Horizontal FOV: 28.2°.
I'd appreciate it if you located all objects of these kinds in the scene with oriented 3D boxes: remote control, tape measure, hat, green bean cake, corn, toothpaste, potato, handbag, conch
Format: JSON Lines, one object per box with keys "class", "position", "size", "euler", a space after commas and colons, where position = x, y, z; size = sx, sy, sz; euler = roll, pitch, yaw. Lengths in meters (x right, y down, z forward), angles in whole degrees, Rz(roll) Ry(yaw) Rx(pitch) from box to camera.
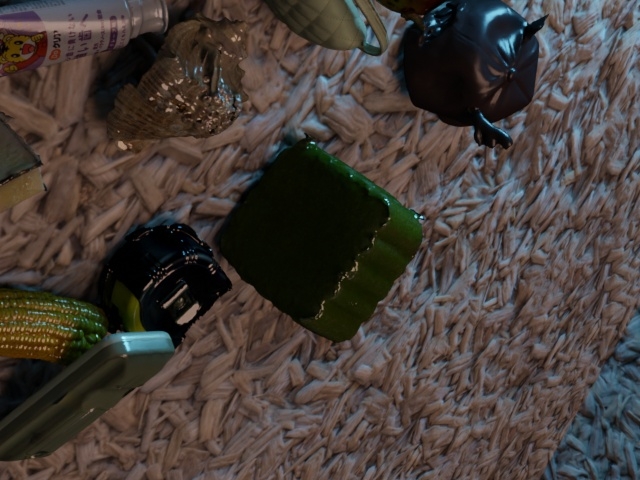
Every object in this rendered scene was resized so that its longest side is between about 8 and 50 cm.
{"class": "remote control", "position": [-0.349, 0.231, 1.833], "size": [0.335, 0.065, 0.128], "euler": [-38, 154, 32]}
{"class": "tape measure", "position": [-0.238, 0.074, 1.901], "size": [0.199, 0.112, 0.186], "euler": [-48, 144, -9]}
{"class": "hat", "position": [0.301, -0.266, 2.139], "size": [0.238, 0.209, 0.336], "euler": [-55, 148, -1]}
{"class": "green bean cake", "position": [0.000, 0.000, 1.985], "size": [0.247, 0.250, 0.156], "euler": [-55, 146, 3]}
{"class": "corn", "position": [-0.412, 0.114, 1.737], "size": [0.313, 0.102, 0.102], "euler": [16, 108, -55]}
{"class": "toothpaste", "position": [-0.327, -0.250, 1.533], "size": [0.299, 0.073, 0.114], "euler": [-20, 149, -32]}
{"class": "potato", "position": [-0.391, -0.097, 1.548], "size": [0.086, 0.122, 0.061], "euler": [-28, 144, -26]}
{"class": "handbag", "position": [-0.010, -0.338, 1.687], "size": [0.079, 0.219, 0.256], "euler": [-49, 145, -8]}
{"class": "conch", "position": [-0.188, -0.201, 1.681], "size": [0.245, 0.163, 0.178], "euler": [-40, 146, 13]}

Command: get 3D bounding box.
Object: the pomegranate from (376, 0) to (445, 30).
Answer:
{"class": "pomegranate", "position": [0.141, -0.429, 1.850], "size": [0.156, 0.156, 0.220], "euler": [-9, 125, -46]}
